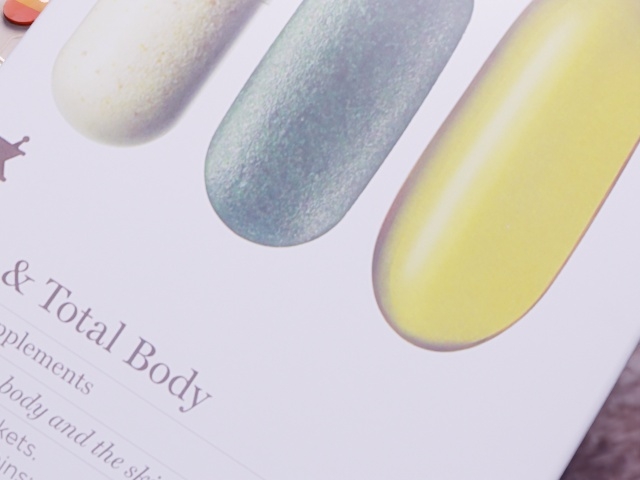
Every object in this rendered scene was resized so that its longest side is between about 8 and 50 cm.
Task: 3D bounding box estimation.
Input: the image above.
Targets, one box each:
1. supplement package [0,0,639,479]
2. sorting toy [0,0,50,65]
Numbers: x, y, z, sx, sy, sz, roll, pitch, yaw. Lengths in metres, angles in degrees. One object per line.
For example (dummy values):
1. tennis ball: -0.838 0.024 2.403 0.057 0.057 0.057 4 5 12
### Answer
1. supplement package: 0.000 0.000 0.448 0.199 0.198 0.262 33 77 5
2. sorting toy: -0.126 -0.092 0.556 0.083 0.012 0.062 -9 78 -5
